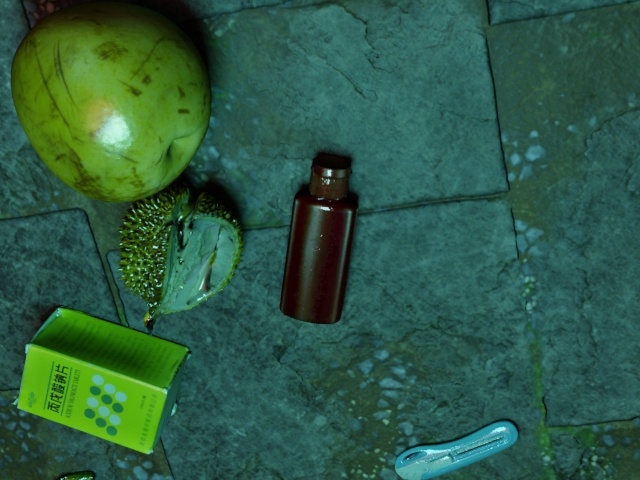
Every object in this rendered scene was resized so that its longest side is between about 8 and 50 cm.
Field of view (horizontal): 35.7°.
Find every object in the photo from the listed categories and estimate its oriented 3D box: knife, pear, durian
[{"bbox_3d":[0.227,0.354,1.665,0.222,0.031,0.064,-24,104,18],"label":"knife"},{"bbox_3d":[-0.289,-0.197,1.389,0.280,0.281,0.281,4,114,8],"label":"pear"},{"bbox_3d":[-0.234,0.018,1.532,0.138,0.193,0.237,43,108,36],"label":"durian"}]

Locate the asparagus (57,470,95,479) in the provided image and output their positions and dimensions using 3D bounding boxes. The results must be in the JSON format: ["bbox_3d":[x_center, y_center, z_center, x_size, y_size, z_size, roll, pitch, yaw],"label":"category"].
[{"bbox_3d":[-0.522,0.524,1.839,0.080,0.080,0.287,36,108,-7],"label":"asparagus"}]

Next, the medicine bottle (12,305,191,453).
[{"bbox_3d":[-0.361,0.231,1.653,0.250,0.141,0.137,18,118,1],"label":"medicine bottle"}]

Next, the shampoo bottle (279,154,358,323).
[{"bbox_3d":[0.000,0.000,1.529,0.102,0.064,0.260,10,115,6],"label":"shampoo bottle"}]
